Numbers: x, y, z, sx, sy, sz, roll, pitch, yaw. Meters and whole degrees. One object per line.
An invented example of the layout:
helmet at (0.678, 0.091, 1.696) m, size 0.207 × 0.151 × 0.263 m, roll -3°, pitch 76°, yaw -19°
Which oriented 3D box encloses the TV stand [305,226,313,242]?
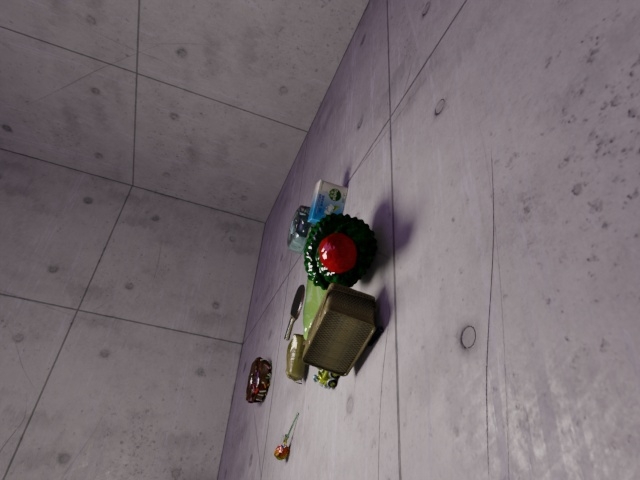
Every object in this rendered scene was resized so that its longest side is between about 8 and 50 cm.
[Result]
TV stand at (0.000, 0.000, 2.057) m, size 0.269 × 0.088 × 0.082 m, roll -143°, pitch 70°, yaw -74°

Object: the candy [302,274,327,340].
candy at (0.014, 0.234, 1.706) m, size 0.142 × 0.132 × 0.343 m, roll -7°, pitch 62°, yaw 28°

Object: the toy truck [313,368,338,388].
toy truck at (0.019, 0.461, 1.516) m, size 0.076 × 0.077 × 0.111 m, roll -115°, pitch 43°, yaw -69°

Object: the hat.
hat at (0.071, 0.037, 1.412) m, size 0.332 × 0.243 × 0.273 m, roll 144°, pitch 133°, yaw -85°

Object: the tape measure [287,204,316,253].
tape measure at (-0.091, -0.057, 2.343) m, size 0.275 × 0.147 × 0.255 m, roll -157°, pitch 83°, yaw -77°

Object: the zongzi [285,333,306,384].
zongzi at (-0.114, 0.527, 1.917) m, size 0.204 × 0.094 × 0.204 m, roll 126°, pitch 155°, yaw -63°

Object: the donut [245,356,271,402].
donut at (-0.356, 0.804, 2.511) m, size 0.270 × 0.103 × 0.269 m, roll -167°, pitch 90°, yaw -76°

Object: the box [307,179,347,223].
box at (0.033, -0.162, 1.998) m, size 0.073 × 0.140 × 0.194 m, roll 153°, pitch 131°, yaw -70°

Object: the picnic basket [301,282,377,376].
picnic basket at (0.056, 0.279, 1.363) m, size 0.139 × 0.166 × 0.266 m, roll -78°, pitch 11°, yaw -59°

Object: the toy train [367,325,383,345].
toy train at (0.160, 0.284, 1.295) m, size 0.017 × 0.017 × 0.083 m, roll -88°, pitch 20°, yaw -49°

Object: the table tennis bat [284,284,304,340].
table tennis bat at (-0.137, 0.378, 2.299) m, size 0.173 × 0.023 × 0.300 m, roll -175°, pitch 101°, yaw -75°

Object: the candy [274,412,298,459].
candy at (-0.132, 0.803, 1.796) m, size 0.200 × 0.061 × 0.060 m, roll -67°, pitch 14°, yaw -5°
